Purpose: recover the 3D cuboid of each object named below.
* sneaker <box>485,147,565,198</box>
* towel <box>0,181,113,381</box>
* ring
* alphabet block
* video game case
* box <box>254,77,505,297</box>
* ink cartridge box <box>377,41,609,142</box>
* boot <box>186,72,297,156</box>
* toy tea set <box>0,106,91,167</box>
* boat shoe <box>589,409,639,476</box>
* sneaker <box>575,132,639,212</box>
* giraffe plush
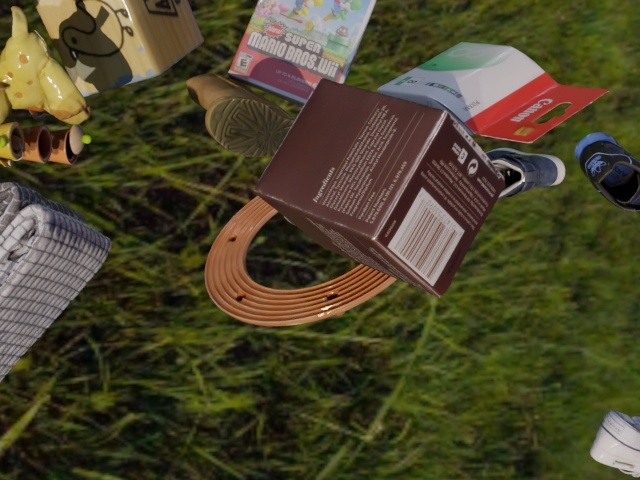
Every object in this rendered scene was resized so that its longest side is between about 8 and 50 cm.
[{"bbox_3d":[0.352,-0.136,1.951,0.163,0.226,0.086,-15,101,-38],"label":"sneaker"},{"bbox_3d":[-0.420,0.065,1.235,0.283,0.121,0.235,-50,171,-3],"label":"towel"},{"bbox_3d":[0.000,0.000,1.327,0.336,0.336,0.032,-71,144,-46],"label":"ring"},{"bbox_3d":[-0.355,-0.395,1.725,0.197,0.192,0.193,68,29,-22],"label":"alphabet block"},{"bbox_3d":[-0.025,-0.394,1.790,0.025,0.204,0.285,110,1,-80],"label":"video game case"},{"bbox_3d":[0.071,-0.064,1.142,0.168,0.203,0.167,38,79,-48],"label":"box"},{"bbox_3d":[0.211,-0.188,1.199,0.181,0.225,0.056,-33,121,-35],"label":"ink cartridge box"},{"bbox_3d":[-0.154,-0.221,1.638,0.236,0.269,0.089,16,104,-44],"label":"boot"},{"bbox_3d":[-0.521,-0.236,1.869,0.336,0.124,0.200,-14,106,-82],"label":"toy tea set"},{"bbox_3d":[0.457,0.302,1.401,0.226,0.076,0.083,27,14,-38],"label":"boat shoe"},{"bbox_3d":[0.460,-0.066,1.372,0.232,0.081,0.090,25,32,-20],"label":"sneaker"},{"bbox_3d":[-0.473,-0.229,1.474,0.181,0.170,0.210,53,-7,14],"label":"giraffe plush"}]
